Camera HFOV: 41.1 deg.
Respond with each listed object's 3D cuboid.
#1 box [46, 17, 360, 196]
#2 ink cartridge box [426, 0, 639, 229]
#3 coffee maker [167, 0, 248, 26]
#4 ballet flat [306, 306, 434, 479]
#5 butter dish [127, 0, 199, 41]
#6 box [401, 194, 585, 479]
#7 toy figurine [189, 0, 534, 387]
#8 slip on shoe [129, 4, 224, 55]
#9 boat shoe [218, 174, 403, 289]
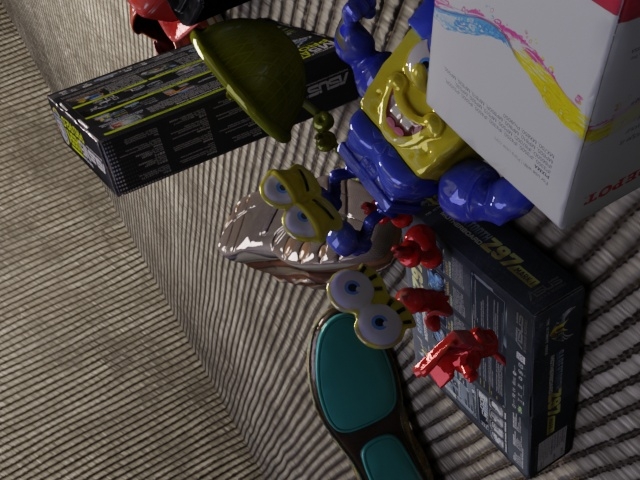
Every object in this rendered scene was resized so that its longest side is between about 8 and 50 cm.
[{"bbox_3d":[-0.127,-0.151,0.890,0.216,0.270,0.060,35,145,54],"label":"box"},{"bbox_3d":[0.144,-0.123,0.438,0.127,0.128,0.176,50,157,34],"label":"ink cartridge box"},{"bbox_3d":[-0.050,-0.248,0.703,0.120,0.178,0.171,57,160,21],"label":"coffee maker"},{"bbox_3d":[0.064,0.240,1.162,0.123,0.123,0.348,8,122,67],"label":"ballet flat"},{"bbox_3d":[-0.198,-0.334,1.013,0.160,0.118,0.159,-28,88,42],"label":"butter dish"},{"bbox_3d":[0.153,0.082,0.787,0.183,0.059,0.232,44,154,44],"label":"box"},{"bbox_3d":[0.078,-0.099,0.639,0.217,0.191,0.362,-47,57,22],"label":"toy figurine"},{"bbox_3d":[-0.219,-0.329,1.161,0.331,0.101,0.123,60,162,15],"label":"slip on shoe"},{"bbox_3d":[0.000,0.000,1.033,0.116,0.123,0.324,35,165,-29],"label":"boat shoe"}]
